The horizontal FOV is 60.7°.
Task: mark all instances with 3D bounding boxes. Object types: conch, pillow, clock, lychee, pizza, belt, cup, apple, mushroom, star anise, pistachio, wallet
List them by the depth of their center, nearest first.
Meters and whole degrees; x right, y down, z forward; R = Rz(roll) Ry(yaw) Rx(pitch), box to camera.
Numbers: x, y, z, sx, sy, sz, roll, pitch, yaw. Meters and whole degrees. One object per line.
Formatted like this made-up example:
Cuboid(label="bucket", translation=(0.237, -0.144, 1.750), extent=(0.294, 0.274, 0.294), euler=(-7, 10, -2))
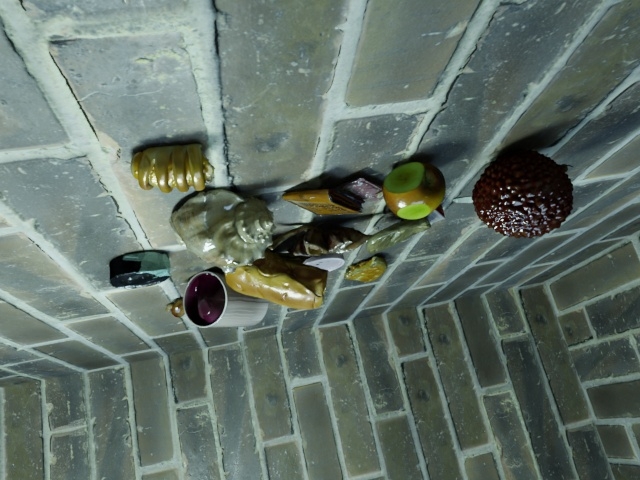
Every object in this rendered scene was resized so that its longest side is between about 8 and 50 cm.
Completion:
Cuboid(label="conch", translation=(-0.275, -0.021, 1.473), extent=(0.324, 0.186, 0.263), euler=(-24, 138, 23))
Cuboid(label="apple", translation=(0.259, -0.142, 1.491), extent=(0.163, 0.146, 0.147), euler=(21, 153, -34))
Cuboid(label="wallet", translation=(0.013, -0.105, 1.535), extent=(0.161, 0.042, 0.195), euler=(-3, 170, 33))
Cuboid(label="pillow", translation=(0.122, -0.144, 1.564), extent=(0.118, 0.043, 0.185), euler=(-17, 159, 33))
Cuboid(label="lychee", translation=(0.586, -0.135, 1.565), extent=(0.300, 0.264, 0.264), euler=(-29, 163, -6))
Cuboid(label="belt", translation=(-0.575, 0.093, 1.741), extent=(0.198, 0.078, 0.151), euler=(-12, 158, 5))
Cuboid(label="star anise", translation=(0.000, 0.002, 1.810), extent=(0.349, 0.109, 0.292), euler=(-8, 168, -5))
Cuboid(label="pistachio", translation=(-0.115, 0.072, 1.947), extent=(0.173, 0.049, 0.089), euler=(6, -165, 38))
Cuboid(label="clock", translation=(-0.010, 0.072, 2.077), extent=(0.196, 0.068, 0.197), euler=(-11, 162, -4))
Cuboid(label="cup", translation=(-0.383, 0.241, 2.109), extent=(0.288, 0.208, 0.273), euler=(-25, 160, 30))
Cuboid(label="mushroom", translation=(-0.608, 0.292, 2.327), extent=(0.129, 0.073, 0.088), euler=(-24, -171, 38))
Cuboid(label="pizza", translation=(0.196, 0.129, 2.406), extent=(0.197, 0.058, 0.292), euler=(-11, 160, -3))

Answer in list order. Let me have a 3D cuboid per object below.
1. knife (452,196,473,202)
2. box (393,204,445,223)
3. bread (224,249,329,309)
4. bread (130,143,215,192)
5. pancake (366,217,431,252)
Cuboid(label="knife", translation=(0.581, -0.144, 1.916), extent=(0.297, 0.017, 0.047), euler=(-1, 157, -22))
Cuboid(label="box", translation=(0.332, -0.098, 1.831), extent=(0.123, 0.050, 0.229), euler=(-19, 162, 23))
Cuboid(label="bread", translation=(-0.145, 0.133, 1.833), extent=(0.344, 0.149, 0.195), euler=(17, 160, 5))
Cuboid(label="bread", translation=(-0.318, -0.151, 1.182), extent=(0.177, 0.084, 0.119), euler=(-5, 160, -11))
Cuboid(label="pancake", translation=(0.251, -0.022, 1.823), extent=(0.241, 0.050, 0.242), euler=(-20, 164, -6))
